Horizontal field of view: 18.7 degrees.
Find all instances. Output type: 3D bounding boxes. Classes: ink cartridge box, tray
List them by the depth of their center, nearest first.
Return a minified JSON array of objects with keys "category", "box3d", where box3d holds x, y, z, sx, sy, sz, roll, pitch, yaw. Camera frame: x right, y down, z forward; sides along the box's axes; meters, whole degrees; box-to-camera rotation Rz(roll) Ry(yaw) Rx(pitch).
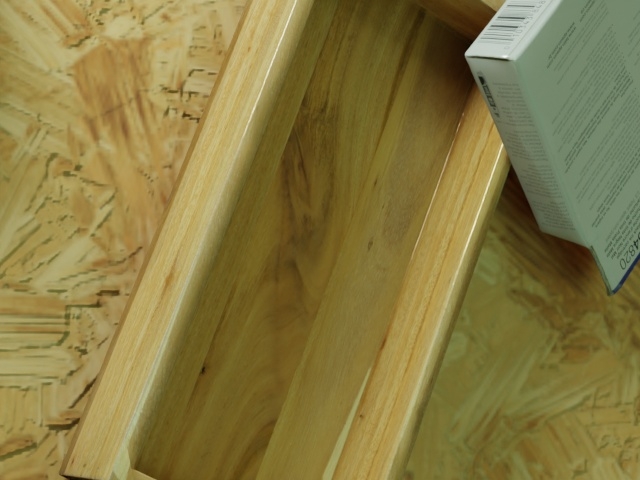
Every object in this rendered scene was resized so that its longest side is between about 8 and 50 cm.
[{"category":"tray","box3d":[0.000,0.000,1.265,0.203,0.076,0.411,30,71,-31]},{"category":"ink cartridge box","box3d":[0.205,-0.115,1.358,0.223,0.045,0.224,-52,132,-30]}]
